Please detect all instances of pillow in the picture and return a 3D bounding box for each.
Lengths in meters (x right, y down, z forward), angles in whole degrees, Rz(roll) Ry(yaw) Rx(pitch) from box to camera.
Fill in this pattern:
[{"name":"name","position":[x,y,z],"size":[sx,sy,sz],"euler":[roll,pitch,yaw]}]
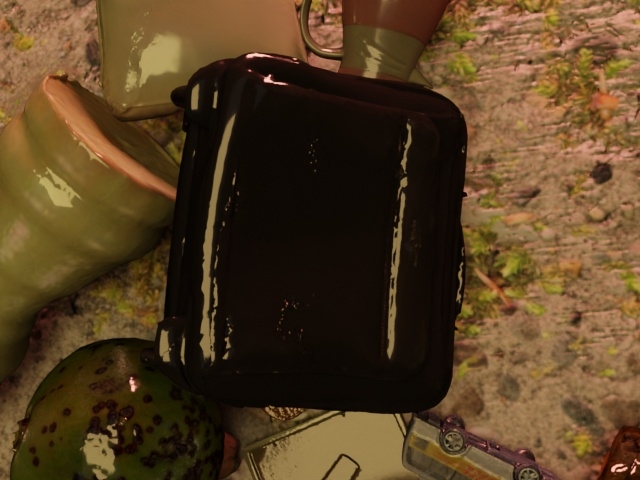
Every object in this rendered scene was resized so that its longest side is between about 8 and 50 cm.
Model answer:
[{"name":"pillow","position":[-0.155,-0.311,0.858],"size":[0.255,0.120,0.322],"euler":[-6,79,-10]}]

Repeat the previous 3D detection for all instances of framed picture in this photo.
[{"name":"framed picture","position":[0.021,0.282,0.839],"size":[0.203,0.015,0.150],"euler":[-26,80,9]}]

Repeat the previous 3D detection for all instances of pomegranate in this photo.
[{"name":"pomegranate","position":[-0.216,0.241,0.795],"size":[0.254,0.270,0.254],"euler":[-22,58,41]}]

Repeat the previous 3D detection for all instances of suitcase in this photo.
[{"name":"suitcase","position":[0.000,0.000,0.735],"size":[0.339,0.188,0.345],"euler":[8,83,-24]}]

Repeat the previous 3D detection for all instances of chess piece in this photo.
[{"name":"chess piece","position":[-0.375,0.034,0.859],"size":[0.234,0.234,0.442],"euler":[46,101,13]}]

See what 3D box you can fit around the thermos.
[{"name":"thermos","position":[0.076,-0.302,0.817],"size":[0.176,0.146,0.265],"euler":[16,96,3]}]

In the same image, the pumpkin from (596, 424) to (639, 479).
[{"name":"pumpkin","position":[0.314,0.314,0.712],"size":[0.131,0.126,0.248],"euler":[25,91,16]}]

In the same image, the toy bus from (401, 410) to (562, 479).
[{"name":"toy bus","position":[0.181,0.256,0.777],"size":[0.190,0.064,0.075],"euler":[24,96,9]}]

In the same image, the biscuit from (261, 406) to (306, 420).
[{"name":"biscuit","position":[-0.054,0.119,0.862],"size":[0.138,0.031,0.205],"euler":[-11,83,12]}]
